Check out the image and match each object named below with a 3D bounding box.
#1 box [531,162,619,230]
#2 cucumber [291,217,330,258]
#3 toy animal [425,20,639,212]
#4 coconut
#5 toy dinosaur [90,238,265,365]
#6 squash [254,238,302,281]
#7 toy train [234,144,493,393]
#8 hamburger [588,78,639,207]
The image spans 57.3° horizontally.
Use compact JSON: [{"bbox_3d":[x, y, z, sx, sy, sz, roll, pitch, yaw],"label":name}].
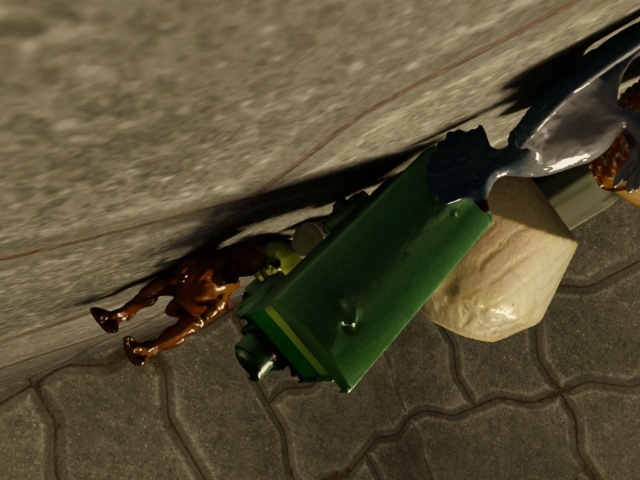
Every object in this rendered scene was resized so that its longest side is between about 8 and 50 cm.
[{"bbox_3d":[0.440,-0.056,1.358,0.396,0.111,0.396,-34,-175,13],"label":"box"},{"bbox_3d":[0.001,0.000,0.867,0.064,0.064,0.112,-24,174,29],"label":"cucumber"},{"bbox_3d":[0.227,-0.115,0.538,0.255,0.176,0.239,-58,172,10],"label":"toy animal"},{"bbox_3d":[0.293,0.005,1.049,0.328,0.329,0.329,-22,176,-2],"label":"coconut"},{"bbox_3d":[-0.189,0.086,0.788,0.208,0.097,0.432,-28,178,-23],"label":"toy dinosaur"},{"bbox_3d":[-0.065,0.029,0.863,0.066,0.066,0.252,-23,178,7],"label":"squash"},{"bbox_3d":[0.035,0.032,0.639,0.301,0.120,0.202,-43,-171,-28],"label":"toy train"},{"bbox_3d":[0.403,-0.128,0.637,0.237,0.147,0.237,-36,-171,7],"label":"hamburger"}]
